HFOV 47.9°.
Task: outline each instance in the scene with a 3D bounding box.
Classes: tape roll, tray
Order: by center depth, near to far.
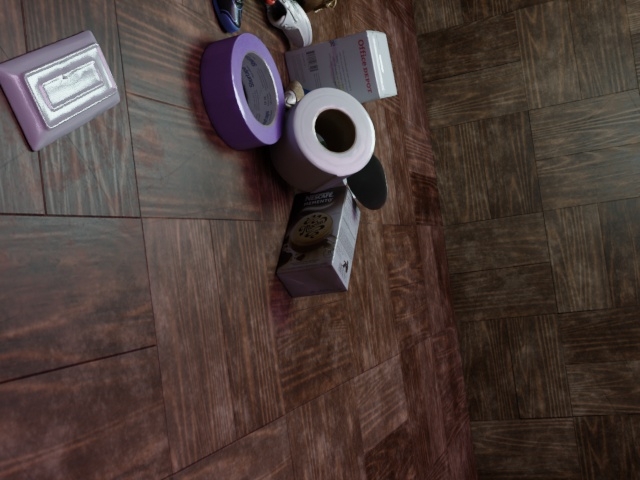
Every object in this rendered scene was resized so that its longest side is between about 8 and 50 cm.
[{"bbox_3d":[-0.436,-0.268,1.248,0.270,0.030,0.145,-58,134,-57],"label":"tray"},{"bbox_3d":[-0.187,-0.367,1.790,0.275,0.090,0.275,-8,90,-68],"label":"tape roll"},{"bbox_3d":[0.002,-0.269,1.951,0.246,0.169,0.246,7,74,-26],"label":"tape roll"}]

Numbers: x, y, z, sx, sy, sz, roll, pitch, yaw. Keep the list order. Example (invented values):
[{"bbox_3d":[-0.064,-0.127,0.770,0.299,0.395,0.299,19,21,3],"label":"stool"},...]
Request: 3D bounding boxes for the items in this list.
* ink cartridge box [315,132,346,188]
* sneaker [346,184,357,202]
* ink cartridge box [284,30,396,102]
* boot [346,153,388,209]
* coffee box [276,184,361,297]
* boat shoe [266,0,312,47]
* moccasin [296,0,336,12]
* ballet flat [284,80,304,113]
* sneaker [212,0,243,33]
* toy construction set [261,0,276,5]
[{"bbox_3d":[0.036,-0.286,2.282,0.208,0.087,0.153,-75,147,-44],"label":"ink cartridge box"},{"bbox_3d":[0.104,-0.147,2.459,0.158,0.061,0.065,-36,142,-64],"label":"sneaker"},{"bbox_3d":[0.067,-0.507,2.198,0.197,0.270,0.198,-32,112,-65],"label":"ink cartridge box"},{"bbox_3d":[0.119,-0.201,2.111,0.305,0.112,0.115,64,1,29],"label":"boot"},{"bbox_3d":[0.000,0.000,1.998,0.119,0.168,0.297,59,31,-41],"label":"coffee box"},{"bbox_3d":[-0.112,-0.654,2.078,0.096,0.098,0.277,-59,141,-24],"label":"boat shoe"},{"bbox_3d":[-0.001,-0.763,2.173,0.380,0.147,0.139,-125,-146,-79],"label":"moccasin"},{"bbox_3d":[-0.082,-0.368,2.067,0.067,0.073,0.206,9,70,-51],"label":"ballet flat"},{"bbox_3d":[-0.221,-0.643,1.803,0.081,0.090,0.232,-28,107,-66],"label":"sneaker"},{"bbox_3d":[-0.098,-0.745,1.885,0.215,0.327,0.151,91,-12,-46],"label":"toy construction set"}]
